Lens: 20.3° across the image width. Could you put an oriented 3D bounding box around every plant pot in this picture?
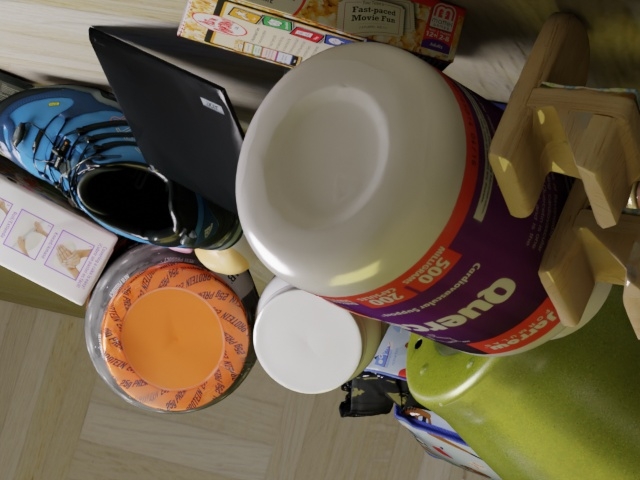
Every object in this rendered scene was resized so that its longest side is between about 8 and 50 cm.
[{"bbox_3d":[0.291,0.138,1.832,0.353,0.366,0.366,31,166,-18],"label":"plant pot"}]

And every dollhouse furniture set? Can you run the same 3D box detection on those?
[{"bbox_3d":[0.370,-0.021,1.257,0.362,0.256,0.394,9,147,30],"label":"dollhouse furniture set"}]

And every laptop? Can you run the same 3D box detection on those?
[{"bbox_3d":[-0.054,-0.093,1.616,0.264,0.136,0.234,1,-162,-37],"label":"laptop"}]

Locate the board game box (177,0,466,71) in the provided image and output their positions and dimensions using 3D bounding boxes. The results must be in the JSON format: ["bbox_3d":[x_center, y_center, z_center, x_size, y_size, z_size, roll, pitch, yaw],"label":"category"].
[{"bbox_3d":[-0.004,-0.161,1.327,0.193,0.045,0.147,16,170,-7],"label":"board game box"}]

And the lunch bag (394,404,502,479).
[{"bbox_3d":[0.341,0.258,2.642,0.385,0.239,0.328,20,172,18],"label":"lunch bag"}]

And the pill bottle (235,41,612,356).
[{"bbox_3d":[0.095,-0.017,1.338,0.181,0.181,0.323,8,170,38],"label":"pill bottle"}]

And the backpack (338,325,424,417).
[{"bbox_3d":[0.147,0.146,2.372,0.277,0.213,0.263,7,177,12],"label":"backpack"}]

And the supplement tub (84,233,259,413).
[{"bbox_3d":[-0.175,0.086,2.130,0.207,0.207,0.338,17,-174,-8],"label":"supplement tub"}]

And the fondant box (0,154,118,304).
[{"bbox_3d":[-0.407,-0.056,2.086,0.330,0.096,0.238,27,-176,-13],"label":"fondant box"}]

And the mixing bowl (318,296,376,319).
[{"bbox_3d":[0.059,0.003,1.923,0.181,0.098,0.181,17,-160,-7],"label":"mixing bowl"}]

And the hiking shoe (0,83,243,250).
[{"bbox_3d":[-0.216,-0.080,1.780,0.304,0.113,0.132,22,-166,22],"label":"hiking shoe"}]

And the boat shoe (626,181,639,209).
[{"bbox_3d":[0.344,-0.015,1.568,0.178,0.064,0.060,24,169,-30],"label":"boat shoe"}]

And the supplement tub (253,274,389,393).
[{"bbox_3d":[0.007,0.080,2.028,0.144,0.144,0.199,14,-159,9],"label":"supplement tub"}]

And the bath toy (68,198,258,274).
[{"bbox_3d":[-0.143,-0.049,1.956,0.129,0.151,0.348,-6,-169,-39],"label":"bath toy"}]

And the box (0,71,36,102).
[{"bbox_3d":[-0.437,-0.173,1.916,0.220,0.051,0.175,20,169,-25],"label":"box"}]

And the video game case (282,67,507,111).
[{"bbox_3d":[0.120,-0.070,1.618,0.269,0.061,0.244,12,169,21],"label":"video game case"}]
